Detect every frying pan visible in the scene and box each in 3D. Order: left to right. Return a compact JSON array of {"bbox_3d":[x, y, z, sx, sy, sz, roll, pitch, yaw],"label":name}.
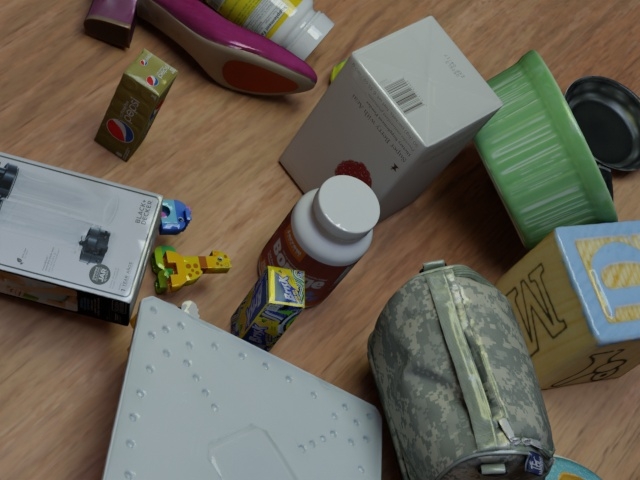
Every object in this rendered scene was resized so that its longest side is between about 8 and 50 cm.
[{"bbox_3d":[0.522,-0.147,2.233,0.197,0.053,0.326,2,63,-24],"label":"frying pan"}]

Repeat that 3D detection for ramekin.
[{"bbox_3d":[0.333,-0.131,1.990,0.148,0.303,0.303,-26,70,8],"label":"ramekin"}]

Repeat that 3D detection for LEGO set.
[{"bbox_3d":[-0.183,0.023,1.789,0.093,0.087,0.227,0,63,-24],"label":"LEGO set"}]

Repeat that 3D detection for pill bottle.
[{"bbox_3d":[-0.087,-0.378,2.042,0.208,0.119,0.119,40,53,-6],"label":"pill bottle"},{"bbox_3d":[0.000,0.000,1.805,0.121,0.216,0.121,11,58,-18],"label":"pill bottle"}]

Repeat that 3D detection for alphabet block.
[{"bbox_3d":[0.414,0.100,1.950,0.192,0.197,0.193,-3,64,-27],"label":"alphabet block"}]

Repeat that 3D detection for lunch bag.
[{"bbox_3d":[0.189,0.208,1.706,0.213,0.256,0.305,-14,61,-1],"label":"lunch bag"}]

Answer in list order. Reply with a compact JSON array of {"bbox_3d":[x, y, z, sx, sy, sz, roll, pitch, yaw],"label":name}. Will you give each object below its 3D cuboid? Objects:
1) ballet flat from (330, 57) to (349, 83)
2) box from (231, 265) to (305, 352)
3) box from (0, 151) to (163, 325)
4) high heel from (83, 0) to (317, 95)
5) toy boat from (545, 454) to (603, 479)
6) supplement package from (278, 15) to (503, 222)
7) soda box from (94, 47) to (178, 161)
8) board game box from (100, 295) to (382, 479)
[{"bbox_3d":[0.117,-0.218,2.072,0.231,0.077,0.077,38,53,-1],"label":"ballet flat"},{"bbox_3d":[-0.074,0.099,1.743,0.054,0.169,0.059,9,59,-19],"label":"box"},{"bbox_3d":[-0.370,-0.010,1.679,0.290,0.087,0.169,14,63,-4],"label":"box"},{"bbox_3d":[-0.170,-0.356,1.985,0.377,0.127,0.181,19,64,-11],"label":"high heel"},{"bbox_3d":[0.420,0.396,1.810,0.318,0.148,0.267,-21,72,-32],"label":"toy boat"},{"bbox_3d":[0.097,-0.160,1.895,0.175,0.293,0.177,-31,78,-35],"label":"supplement package"},{"bbox_3d":[-0.266,-0.192,1.816,0.061,0.181,0.058,34,53,-4],"label":"soda box"},{"bbox_3d":[-0.095,0.300,1.595,0.390,0.050,0.390,29,39,-22],"label":"board game box"}]
